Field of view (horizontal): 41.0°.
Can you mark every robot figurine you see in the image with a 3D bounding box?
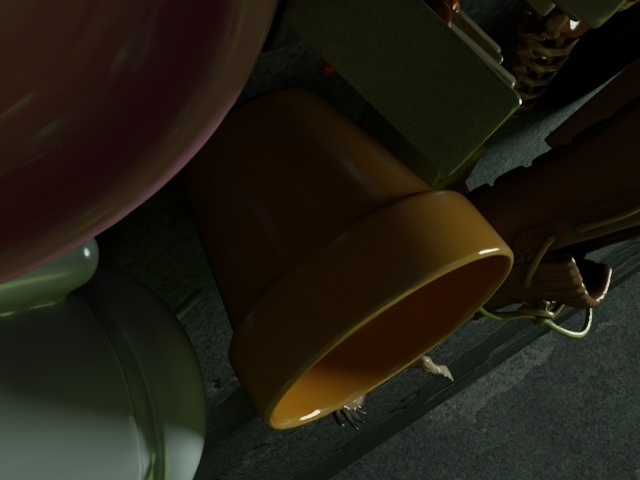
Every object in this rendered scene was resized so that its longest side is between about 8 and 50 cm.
[{"bbox_3d":[-0.217,0.124,0.533,0.353,0.200,0.300,-14,134,-45],"label":"robot figurine"}]

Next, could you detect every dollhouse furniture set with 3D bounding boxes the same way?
[{"bbox_3d":[0.093,-0.180,0.413,0.259,0.135,0.262,-46,-176,19],"label":"dollhouse furniture set"}]

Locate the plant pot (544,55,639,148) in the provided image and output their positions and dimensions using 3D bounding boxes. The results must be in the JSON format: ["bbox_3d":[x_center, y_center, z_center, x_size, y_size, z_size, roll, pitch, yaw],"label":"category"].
[{"bbox_3d":[0.402,-0.125,0.846,0.291,0.203,0.291,-41,175,-4],"label":"plant pot"}]

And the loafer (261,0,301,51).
[{"bbox_3d":[-0.043,-0.166,0.317,0.095,0.109,0.302,-24,160,-17],"label":"loafer"}]

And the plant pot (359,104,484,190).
[{"bbox_3d":[0.090,-0.084,0.722,0.081,0.083,0.081,-25,157,-29],"label":"plant pot"}]

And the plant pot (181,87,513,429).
[{"bbox_3d":[0.000,0.000,0.617,0.205,0.188,0.205,-30,160,-13],"label":"plant pot"}]

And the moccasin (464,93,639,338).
[{"bbox_3d":[0.206,0.007,0.735,0.380,0.147,0.139,-31,164,23],"label":"moccasin"}]

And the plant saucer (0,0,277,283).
[{"bbox_3d":[-0.176,-0.081,0.258,0.332,0.084,0.332,-20,154,-10],"label":"plant saucer"}]

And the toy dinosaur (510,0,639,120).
[{"bbox_3d":[0.235,-0.225,0.618,0.218,0.164,0.322,1,160,-36],"label":"toy dinosaur"}]

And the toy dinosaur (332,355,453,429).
[{"bbox_3d":[0.060,0.166,1.179,0.200,0.127,0.296,-28,154,0],"label":"toy dinosaur"}]

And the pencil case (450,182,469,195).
[{"bbox_3d":[0.052,-0.014,0.810,0.209,0.095,0.098,-15,121,-41],"label":"pencil case"}]
